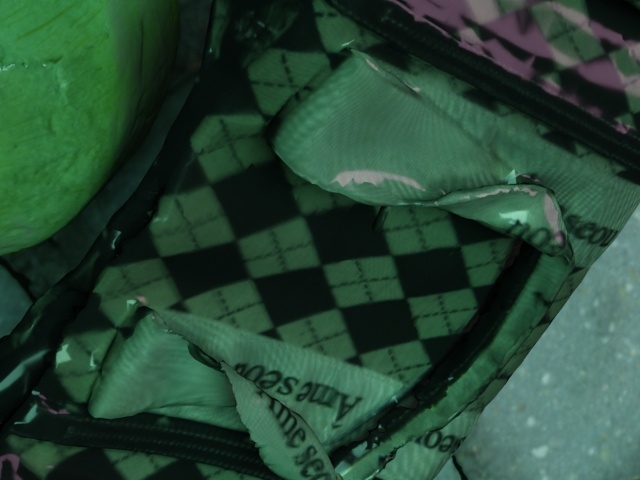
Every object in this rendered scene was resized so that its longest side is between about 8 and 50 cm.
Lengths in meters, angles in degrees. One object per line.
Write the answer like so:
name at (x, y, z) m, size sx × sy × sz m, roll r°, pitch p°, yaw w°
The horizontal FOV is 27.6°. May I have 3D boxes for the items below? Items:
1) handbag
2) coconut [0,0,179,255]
handbag at (0.000, 0.000, 0.662) m, size 0.317 × 0.180 × 0.416 m, roll 15°, pitch 113°, yaw -51°
coconut at (-0.184, -0.102, 0.677) m, size 0.236 × 0.236 × 0.204 m, roll -22°, pitch 119°, yaw -20°
